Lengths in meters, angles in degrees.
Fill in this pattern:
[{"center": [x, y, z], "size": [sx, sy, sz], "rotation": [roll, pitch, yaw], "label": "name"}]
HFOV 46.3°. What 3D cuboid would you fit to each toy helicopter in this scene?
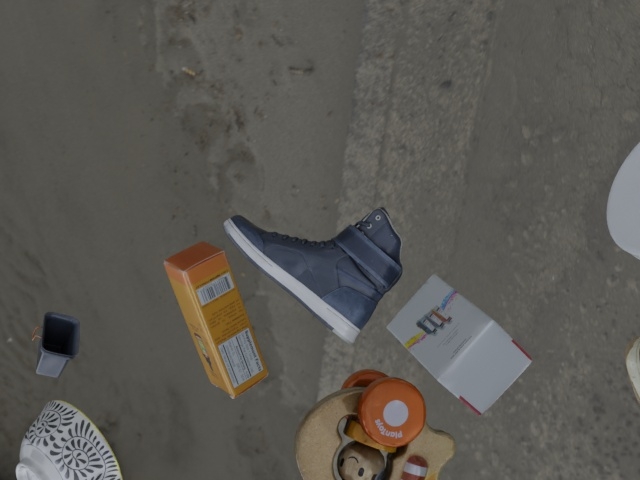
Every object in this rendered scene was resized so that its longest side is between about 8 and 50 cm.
[{"center": [0.102, 0.353, 0.967], "size": [0.235, 0.140, 0.355], "rotation": [-43, 95, -11], "label": "toy helicopter"}]

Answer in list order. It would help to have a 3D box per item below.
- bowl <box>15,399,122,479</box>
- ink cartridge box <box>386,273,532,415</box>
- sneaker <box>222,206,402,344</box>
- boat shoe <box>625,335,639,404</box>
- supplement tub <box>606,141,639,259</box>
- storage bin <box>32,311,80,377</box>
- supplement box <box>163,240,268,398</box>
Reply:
[{"center": [-0.349, 0.308, 0.998], "size": [0.170, 0.080, 0.170], "rotation": [18, 122, 32], "label": "bowl"}, {"center": [0.220, 0.165, 1.214], "size": [0.127, 0.176, 0.128], "rotation": [-48, 121, 2], "label": "ink cartridge box"}, {"center": [0.001, 0.001, 0.961], "size": [0.226, 0.086, 0.163], "rotation": [38, 88, 8], "label": "sneaker"}, {"center": [0.602, 0.293, 1.245], "size": [0.092, 0.102, 0.285], "rotation": [-29, 79, 65], "label": "boat shoe"}, {"center": [0.610, -0.018, 1.071], "size": [0.331, 0.241, 0.241], "rotation": [22, 120, -18], "label": "supplement tub"}, {"center": [-0.619, 0.245, 1.726], "size": [0.098, 0.135, 0.091], "rotation": [18, 118, -27], "label": "storage bin"}, {"center": [-0.159, 0.124, 1.158], "size": [0.078, 0.080, 0.234], "rotation": [19, 130, 52], "label": "supplement box"}]
